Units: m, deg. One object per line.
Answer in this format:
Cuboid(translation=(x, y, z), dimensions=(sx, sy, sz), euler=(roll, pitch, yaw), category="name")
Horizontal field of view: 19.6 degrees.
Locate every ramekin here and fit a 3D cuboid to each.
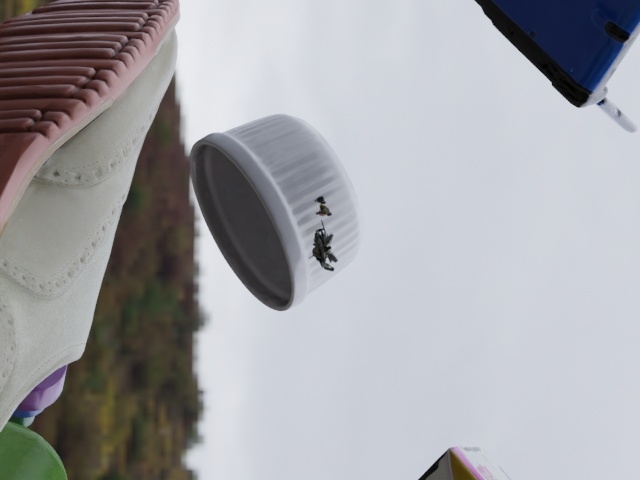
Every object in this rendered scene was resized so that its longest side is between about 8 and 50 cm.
Cuboid(translation=(-0.043, -0.039, 1.998), dimensions=(0.207, 0.109, 0.207), euler=(48, -25, 31), category="ramekin")

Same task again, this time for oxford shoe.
Cuboid(translation=(-0.180, -0.011, 1.063), dimensions=(0.397, 0.140, 0.146), euler=(-58, 139, -44), category="oxford shoe")

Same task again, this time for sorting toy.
Cuboid(translation=(-0.288, 0.254, 1.554), dimensions=(0.126, 0.127, 0.365), euler=(110, -7, -49), category="sorting toy")

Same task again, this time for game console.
Cuboid(translation=(0.201, -0.261, 1.659), dimensions=(0.293, 0.173, 0.250), euler=(47, -49, 21), category="game console")

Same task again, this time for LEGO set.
Cuboid(translation=(-0.001, -0.002, 1.808), dimensions=(0.054, 0.023, 0.083), euler=(-132, -151, -67), category="LEGO set")

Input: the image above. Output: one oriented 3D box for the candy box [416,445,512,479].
Cuboid(translation=(0.080, 0.288, 1.373), dimensions=(0.233, 0.071, 0.159), euler=(-48, -113, 14), category="candy box")
